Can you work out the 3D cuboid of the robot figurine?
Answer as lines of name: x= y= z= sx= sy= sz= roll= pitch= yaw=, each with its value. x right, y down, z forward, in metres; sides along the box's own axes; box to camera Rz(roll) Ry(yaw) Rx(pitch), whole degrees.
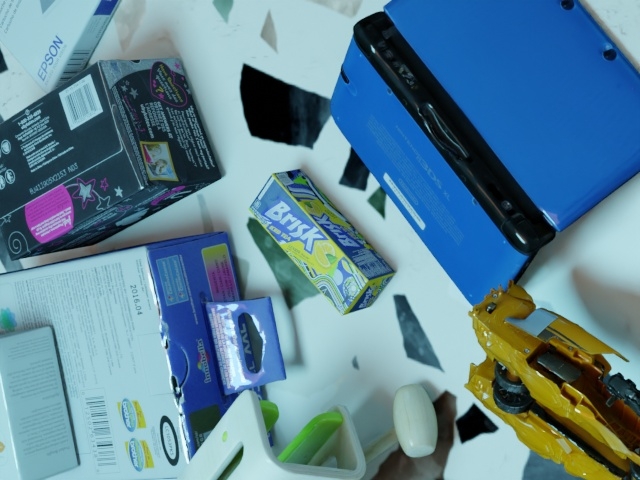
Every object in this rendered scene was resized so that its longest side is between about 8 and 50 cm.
robot figurine: x=0.265 y=0.167 z=1.440 sx=0.291 sy=0.085 sz=0.211 roll=35 pitch=153 yaw=25

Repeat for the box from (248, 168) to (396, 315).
box: x=0.000 y=0.000 z=1.664 sx=0.169 sy=0.054 sz=0.059 roll=49 pitch=123 yaw=21

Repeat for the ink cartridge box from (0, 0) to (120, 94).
ink cartridge box: x=-0.340 y=-0.331 z=1.871 sx=0.224 sy=0.045 sz=0.223 roll=47 pitch=123 yaw=22

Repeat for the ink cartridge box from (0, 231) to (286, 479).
ink cartridge box: x=-0.223 y=0.144 z=1.800 sx=0.395 sy=0.151 sz=0.270 roll=-10 pitch=92 yaw=40

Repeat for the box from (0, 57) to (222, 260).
box: x=-0.265 y=-0.097 z=1.796 sx=0.247 sy=0.142 sz=0.163 roll=-25 pitch=81 yaw=36

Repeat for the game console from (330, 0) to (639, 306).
game console: x=0.172 y=-0.119 z=1.529 sx=0.293 sy=0.173 sz=0.250 roll=55 pitch=156 yaw=17

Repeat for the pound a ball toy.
pound a ball toy: x=-0.029 y=0.285 z=1.634 sx=0.319 sy=0.208 sz=0.135 roll=-53 pitch=39 yaw=35

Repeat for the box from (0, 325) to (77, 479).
box: x=-0.372 y=0.196 z=1.774 sx=0.130 sy=0.091 sz=0.170 roll=-8 pitch=93 yaw=38
